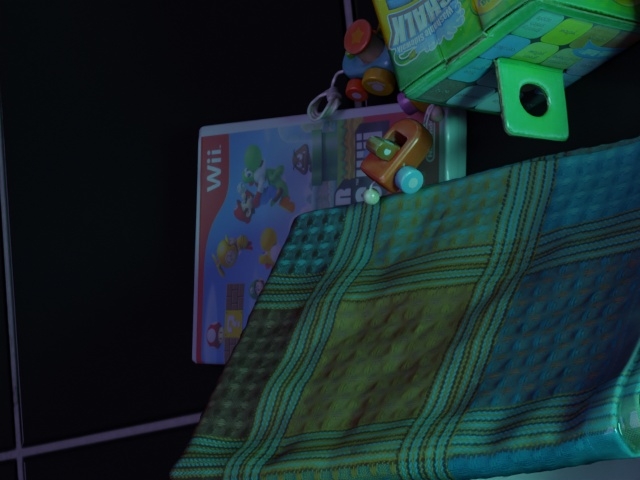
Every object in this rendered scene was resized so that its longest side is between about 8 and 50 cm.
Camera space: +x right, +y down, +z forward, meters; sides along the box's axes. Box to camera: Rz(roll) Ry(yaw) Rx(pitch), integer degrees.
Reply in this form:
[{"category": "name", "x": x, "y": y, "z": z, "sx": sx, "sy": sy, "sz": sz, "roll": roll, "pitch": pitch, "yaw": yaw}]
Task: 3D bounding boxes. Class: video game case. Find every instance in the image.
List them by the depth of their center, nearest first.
[{"category": "video game case", "x": 0.000, "y": 0.000, "z": 1.294, "sx": 0.285, "sy": 0.025, "sz": 0.204, "roll": -2, "pitch": 85, "yaw": 46}]

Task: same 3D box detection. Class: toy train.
[{"category": "toy train", "x": 0.041, "y": -0.106, "z": 1.205, "sx": 0.125, "sy": 0.046, "sz": 0.166, "roll": -48, "pitch": 39, "yaw": 4}]

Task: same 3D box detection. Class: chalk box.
[{"category": "chalk box", "x": 0.125, "y": -0.170, "z": 1.105, "sx": 0.132, "sy": 0.132, "sz": 0.213, "roll": -33, "pitch": 65, "yaw": 39}]

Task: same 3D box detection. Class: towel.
[{"category": "towel", "x": 0.081, "y": 0.048, "z": 1.064, "sx": 0.370, "sy": 0.040, "sz": 0.271, "roll": -13, "pitch": 39, "yaw": 38}]

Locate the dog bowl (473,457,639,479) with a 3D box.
[{"category": "dog bowl", "x": 0.131, "y": 0.192, "z": 1.000, "sx": 0.264, "sy": 0.104, "sz": 0.265, "roll": -22, "pitch": 44, "yaw": 23}]
